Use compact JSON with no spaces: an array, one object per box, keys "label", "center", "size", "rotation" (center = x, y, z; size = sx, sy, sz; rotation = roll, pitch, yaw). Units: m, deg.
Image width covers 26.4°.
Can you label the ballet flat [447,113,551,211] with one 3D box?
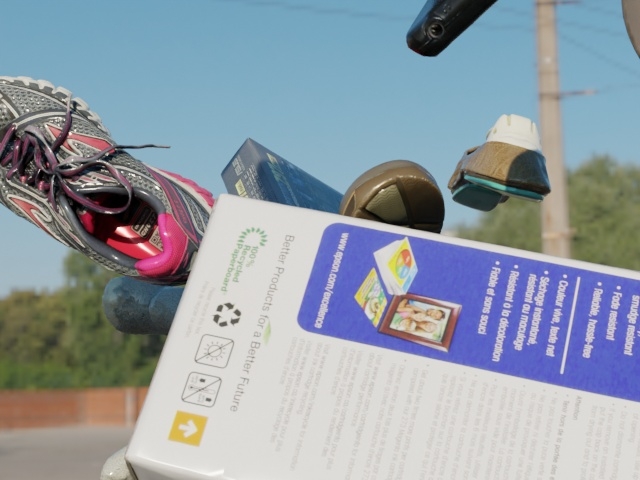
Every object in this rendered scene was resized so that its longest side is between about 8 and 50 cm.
[{"label":"ballet flat","center":[0.262,-0.114,1.960],"size":[0.116,0.124,0.342],"rotation":[18,-3,-3]}]

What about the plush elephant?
[{"label":"plush elephant","center":[-0.119,0.200,1.475],"size":[0.330,0.272,0.255],"rotation":[-6,30,37]}]

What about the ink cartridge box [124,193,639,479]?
[{"label":"ink cartridge box","center":[0.097,0.090,0.739],"size":[0.371,0.176,0.069],"rotation":[10,-32,12]}]

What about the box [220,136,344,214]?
[{"label":"box","center":[0.000,0.000,1.437],"size":[0.183,0.059,0.233],"rotation":[31,16,-28]}]

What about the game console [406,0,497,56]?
[{"label":"game console","center":[0.243,-0.341,1.160],"size":[0.386,0.060,0.342],"rotation":[-41,7,38]}]

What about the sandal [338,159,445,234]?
[{"label":"sandal","center":[0.032,0.009,0.892],"size":[0.090,0.060,0.219],"rotation":[-24,-30,-12]}]

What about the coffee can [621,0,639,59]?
[{"label":"coffee can","center":[0.347,-0.130,0.922],"size":[0.201,0.202,0.275],"rotation":[-4,-18,32]}]

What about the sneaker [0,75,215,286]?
[{"label":"sneaker","center":[-0.216,-0.058,1.184],"size":[0.299,0.121,0.112],"rotation":[26,8,13]}]
